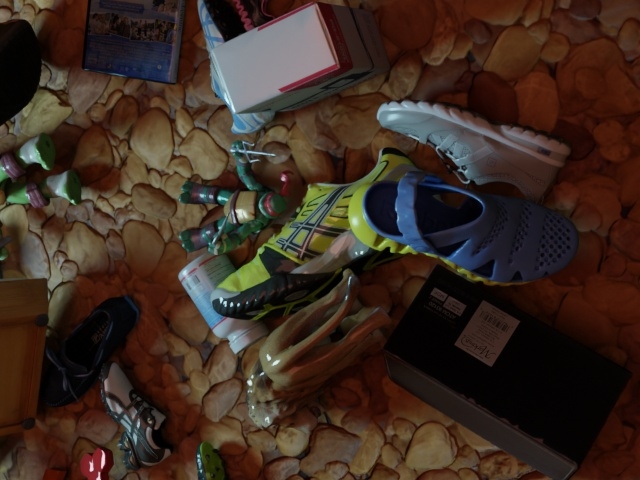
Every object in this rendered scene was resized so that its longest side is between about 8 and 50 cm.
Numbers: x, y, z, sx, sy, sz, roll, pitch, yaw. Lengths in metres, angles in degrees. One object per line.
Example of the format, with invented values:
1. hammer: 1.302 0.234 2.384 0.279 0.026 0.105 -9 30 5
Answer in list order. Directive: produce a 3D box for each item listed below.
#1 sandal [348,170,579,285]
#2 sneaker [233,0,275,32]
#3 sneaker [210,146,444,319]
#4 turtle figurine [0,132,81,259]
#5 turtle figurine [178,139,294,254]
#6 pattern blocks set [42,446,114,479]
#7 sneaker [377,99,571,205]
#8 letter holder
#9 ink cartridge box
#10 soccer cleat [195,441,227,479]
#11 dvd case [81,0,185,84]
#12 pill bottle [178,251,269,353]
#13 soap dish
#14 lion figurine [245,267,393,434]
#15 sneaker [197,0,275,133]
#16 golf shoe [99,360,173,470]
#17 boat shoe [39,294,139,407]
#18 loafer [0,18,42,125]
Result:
1. sandal: 0.201 -0.019 1.327 0.317 0.138 0.126 9 75 -8
2. sneaker: -0.109 -0.381 1.543 0.057 0.047 0.119 -25 94 16
3. sneaker: 0.000 0.000 1.497 0.385 0.145 0.147 -27 73 8
4. turtle figurine: -0.558 -0.058 1.663 0.266 0.274 0.198 -19 99 12
5. turtle figurine: -0.129 -0.051 1.526 0.234 0.118 0.175 -11 61 48
6. pattern blocks set: -0.440 0.533 1.743 0.325 0.026 0.285 -33 62 36
7. sneaker: 0.205 -0.128 1.408 0.281 0.105 0.115 20 103 18
8. letter holder: 0.259 0.200 1.420 0.302 0.214 0.152 30 75 17
9. ink cartridge box: -0.021 -0.259 1.415 0.172 0.237 0.100 -20 91 23
10. soccer cleat: -0.187 0.428 1.664 0.072 0.060 0.179 -15 94 24
11. dvd case: -0.305 -0.395 1.630 0.180 0.022 0.253 12 101 21
12. pill bottle: -0.153 0.099 1.593 0.087 0.087 0.160 -36 83 22
13. soap dish: -0.583 0.212 1.686 0.118 0.229 0.291 38 123 45
14. lion figurine: -0.024 0.164 1.426 0.240 0.392 0.142 -33 70 -6
15. sneaker: -0.148 -0.278 1.549 0.086 0.085 0.237 -24 84 30
16. golf shoe: -0.313 0.292 1.697 0.094 0.077 0.198 -18 96 12
17. boat shoe: -0.423 0.190 1.713 0.109 0.089 0.258 39 109 14
18. loafer: -0.578 -0.238 1.596 0.130 0.366 0.134 11 138 14
